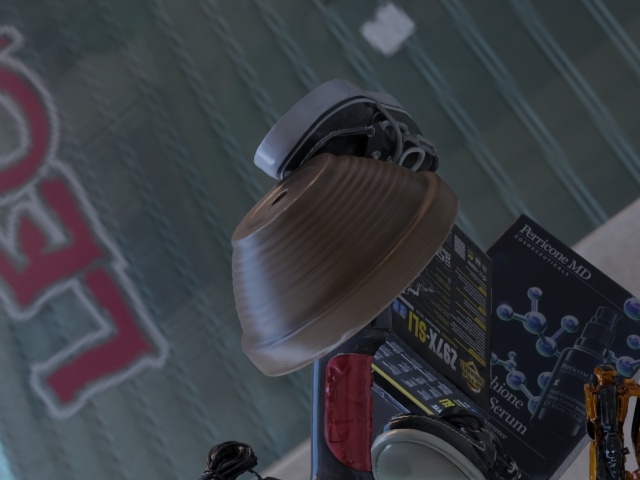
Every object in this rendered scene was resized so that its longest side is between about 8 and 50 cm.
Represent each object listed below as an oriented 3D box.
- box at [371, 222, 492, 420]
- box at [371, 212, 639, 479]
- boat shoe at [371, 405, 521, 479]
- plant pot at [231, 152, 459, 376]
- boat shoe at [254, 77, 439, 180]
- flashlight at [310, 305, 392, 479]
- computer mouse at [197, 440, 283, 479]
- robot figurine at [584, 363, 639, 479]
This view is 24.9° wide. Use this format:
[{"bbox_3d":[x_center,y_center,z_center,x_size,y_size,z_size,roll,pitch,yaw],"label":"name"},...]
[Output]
[{"bbox_3d":[0.113,0.058,1.878,0.322,0.079,0.257,41,-137,-39],"label":"box"},{"bbox_3d":[0.287,0.212,2.201,0.293,0.395,0.212,38,152,15],"label":"box"},{"bbox_3d":[0.151,0.243,1.610,0.340,0.127,0.113,45,-133,-48],"label":"boat shoe"},{"bbox_3d":[0.000,0.000,1.286,0.110,0.237,0.237,48,-164,-14],"label":"plant pot"},{"bbox_3d":[0.039,-0.083,1.443,0.105,0.113,0.306,44,-166,14],"label":"boat shoe"},{"bbox_3d":[0.034,0.182,1.397,0.103,0.103,0.304,119,153,-78],"label":"flashlight"},{"bbox_3d":[-0.026,0.324,1.597,0.272,0.072,0.188,34,-148,5],"label":"computer mouse"},{"bbox_3d":[0.375,0.298,1.804,0.211,0.085,0.291,-21,-72,-82],"label":"robot figurine"}]
